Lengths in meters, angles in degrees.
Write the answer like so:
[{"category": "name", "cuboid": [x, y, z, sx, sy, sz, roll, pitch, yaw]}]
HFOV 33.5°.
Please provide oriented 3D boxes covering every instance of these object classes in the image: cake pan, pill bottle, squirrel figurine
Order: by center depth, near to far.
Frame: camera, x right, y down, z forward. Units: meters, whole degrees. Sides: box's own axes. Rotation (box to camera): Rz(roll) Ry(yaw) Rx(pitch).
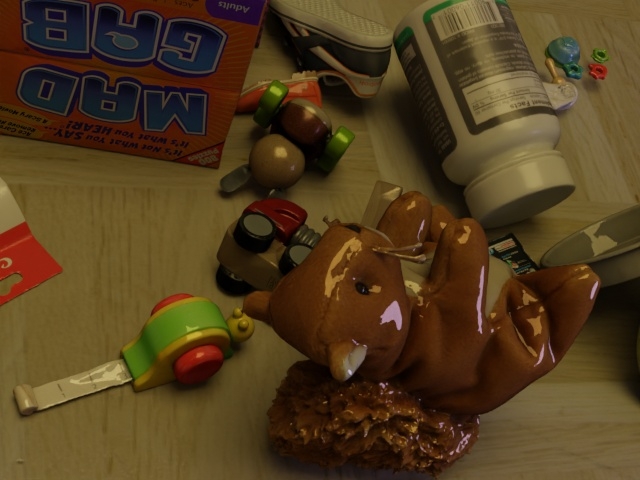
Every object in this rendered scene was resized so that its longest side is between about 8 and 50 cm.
[{"category": "squirrel figurine", "cuboid": [0.083, 0.138, 1.315, 0.370, 0.397, 0.281, 2, 26, -48]}, {"category": "cake pan", "cuboid": [0.489, 0.000, 1.659, 0.293, 0.293, 0.054, -29, 97, -34]}, {"category": "pill bottle", "cuboid": [0.269, -0.216, 1.746, 0.204, 0.204, 0.361, -12, 74, -26]}]

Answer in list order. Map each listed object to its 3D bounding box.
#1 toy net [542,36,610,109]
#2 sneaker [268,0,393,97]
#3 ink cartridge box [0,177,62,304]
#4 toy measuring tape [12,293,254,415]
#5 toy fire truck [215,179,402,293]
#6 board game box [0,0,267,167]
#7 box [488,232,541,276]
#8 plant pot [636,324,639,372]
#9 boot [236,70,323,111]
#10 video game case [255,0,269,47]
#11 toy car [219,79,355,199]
[{"category": "toy net", "cuboid": [0.474, -0.305, 2.030, 0.122, 0.045, 0.232, 27, 51, 1]}, {"category": "sneaker", "cuboid": [0.002, -0.349, 1.864, 0.126, 0.127, 0.321, -12, 34, -30]}, {"category": "ink cartridge box", "cuboid": [-0.492, -0.008, 1.464, 0.225, 0.056, 0.181, 43, 53, 19]}, {"category": "toy measuring tape", "cuboid": [-0.232, 0.143, 1.390, 0.330, 0.121, 0.121, -14, 59, -27]}, {"category": "toy fire truck", "cuboid": [0.000, 0.000, 1.572, 0.217, 0.158, 0.246, 34, 38, 10]}, {"category": "board game box", "cuboid": [-0.289, -0.380, 1.625, 0.357, 0.356, 0.356, 9, 51, -13]}, {"category": "box", "cuboid": [0.255, 0.094, 1.632, 0.220, 0.051, 0.175, -19, 61, -30]}, {"category": "plant pot", "cuboid": [0.706, 0.102, 1.616, 0.366, 0.366, 0.353, 34, 38, 10]}, {"category": "boot", "cuboid": [-0.071, -0.226, 1.774, 0.158, 0.059, 0.084, -14, 84, -11]}, {"category": "video game case", "cuboid": [-0.126, -0.491, 1.850, 0.042, 0.232, 0.210, -5, 55, -19]}, {"category": "toy car", "cuboid": [-0.066, -0.125, 1.672, 0.155, 0.149, 0.188, 35, 75, -1]}]
